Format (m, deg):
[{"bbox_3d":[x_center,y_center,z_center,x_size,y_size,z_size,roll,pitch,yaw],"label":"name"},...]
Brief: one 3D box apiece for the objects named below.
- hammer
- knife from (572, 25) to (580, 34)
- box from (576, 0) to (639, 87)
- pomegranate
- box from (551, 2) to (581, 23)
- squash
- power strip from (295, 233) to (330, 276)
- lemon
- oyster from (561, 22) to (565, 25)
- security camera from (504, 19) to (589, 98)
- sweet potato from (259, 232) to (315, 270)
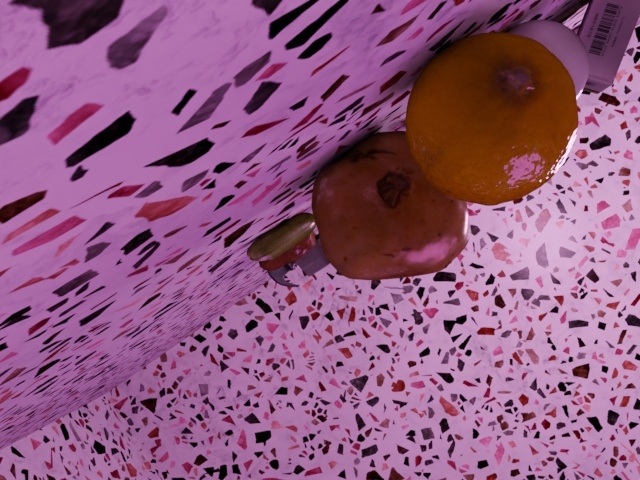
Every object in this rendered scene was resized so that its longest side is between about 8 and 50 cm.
[{"bbox_3d":[-0.088,0.058,2.324,0.226,0.159,0.041,-47,-177,-22],"label":"hammer"},{"bbox_3d":[0.809,-0.648,1.910,0.336,0.043,0.081,-40,163,-7],"label":"knife"},{"bbox_3d":[0.621,-0.445,1.481,0.299,0.107,0.200,-28,137,-72],"label":"box"},{"bbox_3d":[0.142,-0.057,1.366,0.333,0.332,0.332,-34,177,-2],"label":"pomegranate"},{"bbox_3d":[0.545,-0.501,1.501,0.083,0.012,0.046,-33,176,0],"label":"box"},{"bbox_3d":[-0.099,-0.006,1.751,0.239,0.069,0.069,-33,176,-35],"label":"squash"},{"bbox_3d":[0.000,0.000,2.110,0.229,0.141,0.261,-44,-175,-33],"label":"power strip"},{"bbox_3d":[0.268,-0.191,1.058,0.293,0.293,0.293,-34,177,-2],"label":"lemon"},{"bbox_3d":[0.467,-0.412,1.524,0.200,0.061,0.106,-27,-178,46],"label":"oyster"},{"bbox_3d":[0.381,-0.307,1.253,0.236,0.194,0.194,-41,175,16],"label":"security camera"},{"bbox_3d":[-0.097,0.025,1.971,0.252,0.097,0.097,-39,174,37],"label":"sweet potato"}]
